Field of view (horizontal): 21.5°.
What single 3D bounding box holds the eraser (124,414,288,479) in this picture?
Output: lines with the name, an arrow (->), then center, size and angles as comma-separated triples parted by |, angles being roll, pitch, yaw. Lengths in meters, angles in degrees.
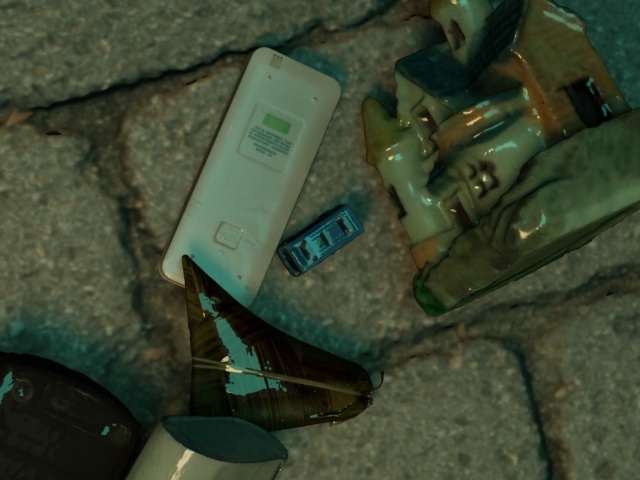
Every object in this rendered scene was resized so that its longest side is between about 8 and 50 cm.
eraser -> -0.139, 0.272, 1.529 | 0.081, 0.174, 0.227 | 35, 101, 25

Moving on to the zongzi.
zongzi -> -0.038, 0.095, 1.622 | 0.187, 0.084, 0.184 | -7, 98, -15

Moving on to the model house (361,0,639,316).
model house -> 0.145, -0.127, 1.606 | 0.194, 0.267, 0.325 | -21, 80, -27

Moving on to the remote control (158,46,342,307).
remote control -> -0.068, -0.061, 1.653 | 0.103, 0.034, 0.250 | 23, 83, -12

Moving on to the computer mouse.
computer mouse -> -0.287, 0.240, 1.550 | 0.170, 0.100, 0.269 | 31, 80, -27

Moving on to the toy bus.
toy bus -> 0.000, 0.000, 1.662 | 0.083, 0.046, 0.038 | -34, 96, -14
